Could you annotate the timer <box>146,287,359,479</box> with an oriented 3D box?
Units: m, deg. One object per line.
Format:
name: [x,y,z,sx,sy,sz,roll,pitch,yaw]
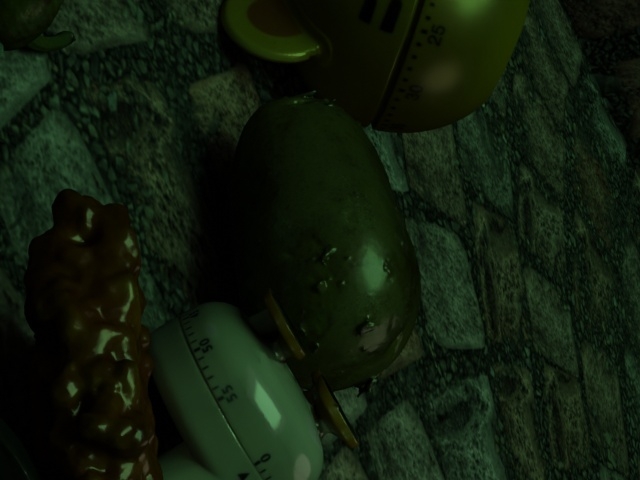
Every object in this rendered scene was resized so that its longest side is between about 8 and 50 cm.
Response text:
timer: [-0.108,0.188,1.538,0.233,0.240,0.233,60,0,0]

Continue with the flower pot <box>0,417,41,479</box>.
flower pot: [-0.333,0.240,1.074,0.269,0.166,0.269,32,51,-51]

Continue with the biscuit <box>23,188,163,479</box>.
biscuit: [-0.194,0.156,1.293,0.312,0.111,0.318,96,-12,-53]

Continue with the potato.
potato: [0.000,0.004,1.757,0.269,0.219,0.359,86,-5,-57]

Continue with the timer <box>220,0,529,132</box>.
timer: [0.075,-0.328,2.010,0.387,0.376,0.376,20,44,-4]

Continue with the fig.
fig: [-0.302,-0.235,1.475,0.245,0.149,0.149,68,16,-67]

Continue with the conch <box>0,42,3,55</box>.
conch: [-0.329,-0.170,1.226,0.135,0.102,0.153,59,-5,-1]
